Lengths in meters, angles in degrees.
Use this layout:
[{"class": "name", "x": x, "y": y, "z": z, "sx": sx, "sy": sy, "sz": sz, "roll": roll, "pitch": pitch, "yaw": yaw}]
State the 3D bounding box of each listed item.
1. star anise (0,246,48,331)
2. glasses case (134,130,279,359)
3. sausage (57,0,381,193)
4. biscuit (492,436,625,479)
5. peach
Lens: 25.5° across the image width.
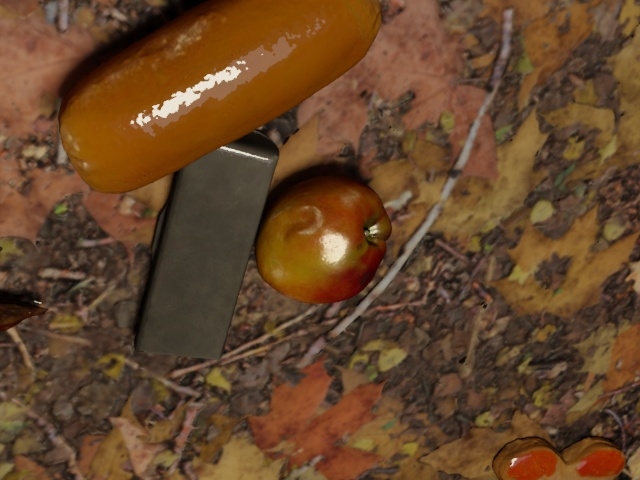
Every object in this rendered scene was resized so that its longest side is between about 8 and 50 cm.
[{"class": "star anise", "x": -0.298, "y": 0.017, "z": 0.974, "sx": 0.212, "sy": 0.053, "sz": 0.157, "roll": -11, "pitch": 126, "yaw": -17}, {"class": "glasses case", "x": -0.089, "y": 0.003, "z": 1.070, "sx": 0.072, "sy": 0.042, "sz": 0.191, "roll": 6, "pitch": 119, "yaw": -20}, {"class": "sausage", "x": -0.068, "y": -0.117, "z": 0.968, "sx": 0.238, "sy": 0.098, "sz": 0.098, "roll": -29, "pitch": 129, "yaw": -2}, {"class": "biscuit", "x": 0.216, "y": 0.302, "z": 1.418, "sx": 0.165, "sy": 0.036, "sz": 0.250, "roll": 2, "pitch": 121, "yaw": -25}, {"class": "peach", "x": -0.001, "y": -0.001, "z": 1.078, "sx": 0.100, "sy": 0.101, "sz": 0.101, "roll": -12, "pitch": 126, "yaw": -17}]
